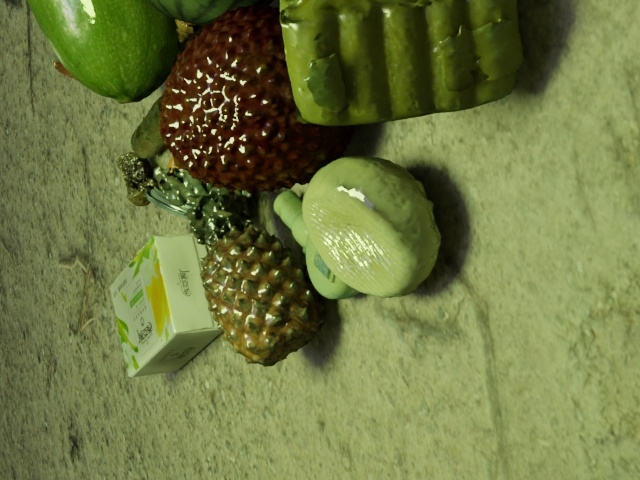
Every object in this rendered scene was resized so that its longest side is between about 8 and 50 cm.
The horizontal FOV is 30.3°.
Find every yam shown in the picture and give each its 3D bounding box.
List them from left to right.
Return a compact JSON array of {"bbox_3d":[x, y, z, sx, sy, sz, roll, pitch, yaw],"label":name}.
[{"bbox_3d":[-0.277,-0.233,2.183,0.317,0.071,0.067,-37,32,56],"label":"yam"}]

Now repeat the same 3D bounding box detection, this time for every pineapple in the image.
[{"bbox_3d":[-0.137,0.018,1.815,0.361,0.175,0.175,53,140,13],"label":"pineapple"}]

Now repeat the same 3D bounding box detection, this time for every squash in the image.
[{"bbox_3d":[-0.360,-0.411,2.123,0.310,0.310,0.309,-30,82,57],"label":"squash"}]

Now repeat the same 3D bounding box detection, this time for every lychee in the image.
[{"bbox_3d":[-0.083,-0.197,1.679,0.275,0.304,0.276,61,174,11],"label":"lychee"}]

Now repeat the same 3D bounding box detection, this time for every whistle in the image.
[{"bbox_3d":[0.000,0.000,1.750,0.258,0.067,0.126,47,132,50],"label":"whistle"}]

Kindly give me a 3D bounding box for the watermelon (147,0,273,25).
[{"bbox_3d":[-0.148,-0.494,1.731,0.279,0.279,0.359,32,114,54],"label":"watermelon"}]

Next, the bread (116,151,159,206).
[{"bbox_3d":[-0.350,-0.120,2.315,0.060,0.082,0.113,-28,68,13],"label":"bread"}]

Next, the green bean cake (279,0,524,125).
[{"bbox_3d":[0.089,-0.295,1.416,0.310,0.285,0.202,-98,-3,-54],"label":"green bean cake"}]

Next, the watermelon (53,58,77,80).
[{"bbox_3d":[-0.478,-0.359,2.456,0.245,0.119,0.063,37,135,52],"label":"watermelon"}]

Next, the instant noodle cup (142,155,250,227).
[{"bbox_3d":[-0.186,-0.104,1.969,0.177,0.208,0.125,-36,-34,-79],"label":"instant noodle cup"}]

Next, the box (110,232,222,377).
[{"bbox_3d":[-0.289,0.122,2.207,0.260,0.111,0.194,-41,59,51],"label":"box"}]

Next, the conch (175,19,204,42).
[{"bbox_3d":[-0.204,-0.421,2.024,0.086,0.080,0.233,57,147,3],"label":"conch"}]

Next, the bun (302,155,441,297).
[{"bbox_3d":[0.080,-0.029,1.567,0.222,0.127,0.222,32,143,28],"label":"bun"}]
